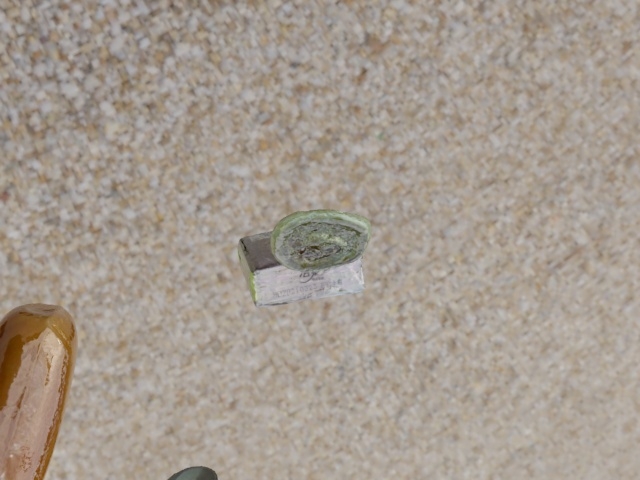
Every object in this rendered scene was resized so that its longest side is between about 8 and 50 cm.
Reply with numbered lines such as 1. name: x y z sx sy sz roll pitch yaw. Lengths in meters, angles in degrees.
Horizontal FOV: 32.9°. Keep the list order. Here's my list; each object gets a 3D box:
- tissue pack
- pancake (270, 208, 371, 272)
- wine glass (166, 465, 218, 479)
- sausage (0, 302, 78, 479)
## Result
1. tissue pack: -0.035 0.033 1.697 0.173 0.235 0.073 -10 105 -8
2. pancake: 0.001 0.000 1.078 0.108 0.017 0.108 -6 147 -4
3. wine glass: -0.156 0.425 1.535 0.093 0.093 0.202 -22 118 -13
4. sausage: -0.326 0.199 1.143 0.105 0.105 0.274 15 94 -47
